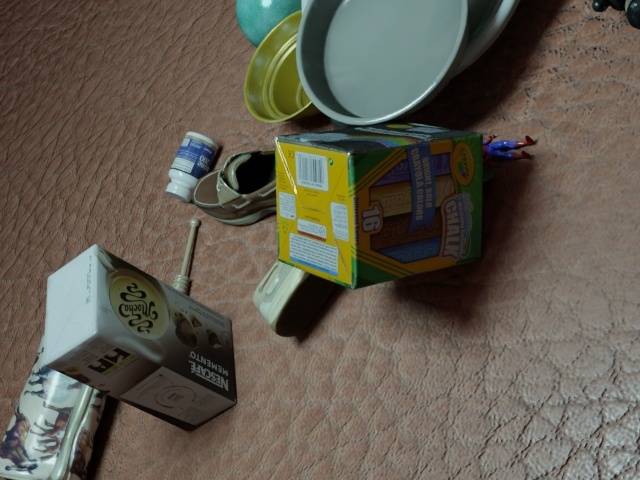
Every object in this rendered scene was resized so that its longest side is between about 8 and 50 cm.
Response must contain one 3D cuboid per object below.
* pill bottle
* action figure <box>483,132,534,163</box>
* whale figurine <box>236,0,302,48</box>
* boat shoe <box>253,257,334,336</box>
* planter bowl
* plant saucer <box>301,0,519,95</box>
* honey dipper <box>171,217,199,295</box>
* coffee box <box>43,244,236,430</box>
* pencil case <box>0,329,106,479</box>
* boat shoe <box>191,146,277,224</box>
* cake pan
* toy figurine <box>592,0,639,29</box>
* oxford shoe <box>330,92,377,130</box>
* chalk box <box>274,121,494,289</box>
[{"bbox_3d":[-0.241,-0.135,2.054,0.067,0.067,0.120,10,74,50],"label":"pill bottle"},{"bbox_3d":[0.243,-0.127,1.555,0.115,0.030,0.038,-4,68,48],"label":"action figure"},{"bbox_3d":[-0.083,-0.462,2.029,0.216,0.141,0.272,-46,34,32],"label":"whale figurine"},{"bbox_3d":[0.000,0.000,1.668,0.098,0.109,0.302,44,106,40],"label":"boat shoe"},{"bbox_3d":[-0.022,-0.280,1.887,0.217,0.090,0.217,-20,56,34],"label":"planter bowl"},{"bbox_3d":[0.157,-0.402,1.702,0.400,0.100,0.401,-10,73,34],"label":"plant saucer"},{"bbox_3d":[-0.237,0.029,1.977,0.030,0.030,0.161,-17,52,40],"label":"honey dipper"},{"bbox_3d":[-0.274,0.157,1.717,0.119,0.297,0.168,-32,45,26],"label":"coffee box"},{"bbox_3d":[-0.433,0.247,1.943,0.183,0.160,0.410,-17,53,59],"label":"pencil case"},{"bbox_3d":[-0.115,-0.104,1.856,0.324,0.116,0.123,-8,61,45],"label":"boat shoe"},{"bbox_3d":[0.096,-0.304,1.624,0.293,0.054,0.293,-10,73,34],"label":"cake pan"},{"bbox_3d":[0.383,-0.395,1.416,0.213,0.209,0.148,-60,32,28],"label":"toy figurine"},{"bbox_3d":[0.067,-0.232,1.768,0.082,0.096,0.227,12,50,18],"label":"oxford shoe"},{"bbox_3d":[0.104,-0.060,1.503,0.180,0.289,0.179,18,113,53],"label":"chalk box"}]
